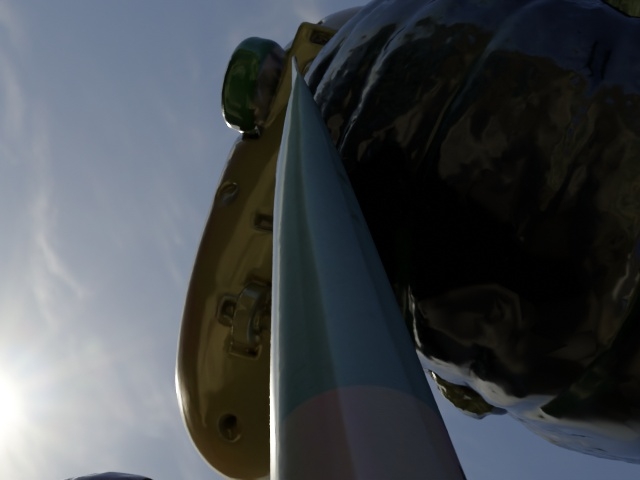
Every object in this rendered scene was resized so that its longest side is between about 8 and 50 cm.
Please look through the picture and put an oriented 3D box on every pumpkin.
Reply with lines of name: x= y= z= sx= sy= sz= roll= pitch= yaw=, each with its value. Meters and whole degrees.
pumpkin: x=0.114 y=-0.036 z=0.555 sx=0.248 sy=0.248 sz=0.248 roll=30 pitch=-52 yaw=47

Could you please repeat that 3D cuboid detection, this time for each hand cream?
hand cream: x=0.007 y=0.068 z=0.348 sx=0.312 sy=0.070 sz=0.111 roll=-106 pitch=-169 yaw=-55

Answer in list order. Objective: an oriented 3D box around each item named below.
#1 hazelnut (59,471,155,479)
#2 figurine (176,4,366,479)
hazelnut: x=-0.141 y=0.245 z=0.672 sx=0.261 sy=0.241 sz=0.261 roll=-160 pitch=-90 yaw=-79
figurine: x=0.000 y=0.000 z=0.823 sx=0.124 sy=0.222 sz=0.324 roll=15 pitch=-100 yaw=13
